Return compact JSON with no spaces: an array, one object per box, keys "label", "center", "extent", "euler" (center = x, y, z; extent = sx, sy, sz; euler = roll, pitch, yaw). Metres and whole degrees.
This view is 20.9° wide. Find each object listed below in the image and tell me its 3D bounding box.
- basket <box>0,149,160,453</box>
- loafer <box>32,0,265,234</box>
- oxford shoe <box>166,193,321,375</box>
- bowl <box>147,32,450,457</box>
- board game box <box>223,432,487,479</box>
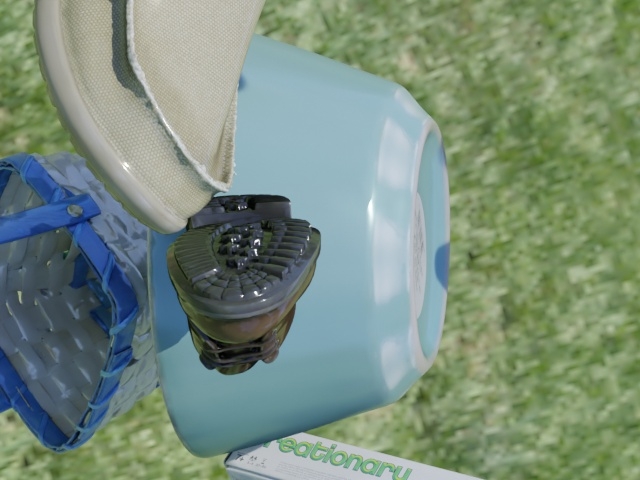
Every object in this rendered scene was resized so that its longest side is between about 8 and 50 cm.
[{"label":"basket","center":[-0.234,0.059,1.387],"extent":[0.289,0.254,0.201],"euler":[-25,64,-43]},{"label":"loafer","center":[-0.063,-0.127,0.781],"extent":[0.102,0.092,0.268],"euler":[44,34,-49]},{"label":"oxford shoe","center":[-0.040,0.033,0.966],"extent":[0.227,0.083,0.096],"euler":[-91,179,-82]},{"label":"bowl","center":[0.000,0.000,1.224],"extent":[0.311,0.163,0.311],"euler":[0,90,-78]},{"label":"board game box","center":[0.088,0.246,1.303],"extent":[0.053,0.305,0.193],"euler":[-55,143,-35]}]
